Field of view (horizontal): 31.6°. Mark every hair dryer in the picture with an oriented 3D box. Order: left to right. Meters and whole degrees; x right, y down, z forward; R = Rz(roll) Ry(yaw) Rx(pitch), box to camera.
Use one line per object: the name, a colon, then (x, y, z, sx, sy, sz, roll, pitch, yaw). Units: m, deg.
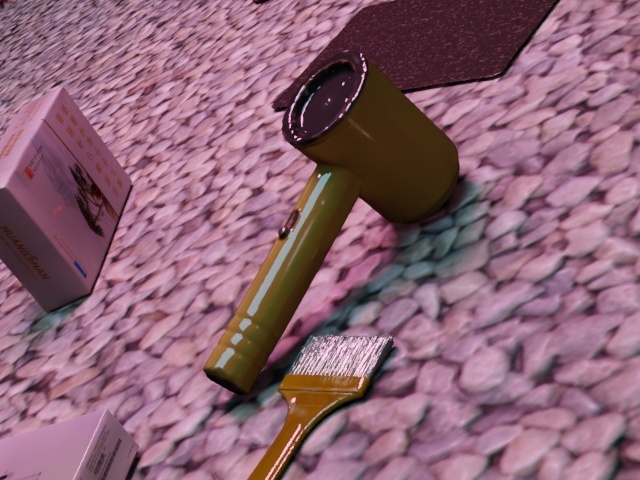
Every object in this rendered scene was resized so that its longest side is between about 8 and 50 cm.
hair dryer: (0.000, 0.000, 0.901, 0.090, 0.135, 0.278, 10, 67, 53)

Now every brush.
brush: (-0.024, 0.141, 0.787, 0.083, 0.011, 0.205, -4, 40, 42)

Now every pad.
pad: (0.112, -0.224, 1.247, 0.330, 0.004, 0.220, -1, 41, 46)

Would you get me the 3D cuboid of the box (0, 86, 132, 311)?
box: (-0.290, -0.050, 1.230, 0.067, 0.149, 0.233, -26, 27, 19)

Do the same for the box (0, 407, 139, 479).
box: (-0.217, 0.202, 0.844, 0.129, 0.051, 0.130, -19, 30, 25)
